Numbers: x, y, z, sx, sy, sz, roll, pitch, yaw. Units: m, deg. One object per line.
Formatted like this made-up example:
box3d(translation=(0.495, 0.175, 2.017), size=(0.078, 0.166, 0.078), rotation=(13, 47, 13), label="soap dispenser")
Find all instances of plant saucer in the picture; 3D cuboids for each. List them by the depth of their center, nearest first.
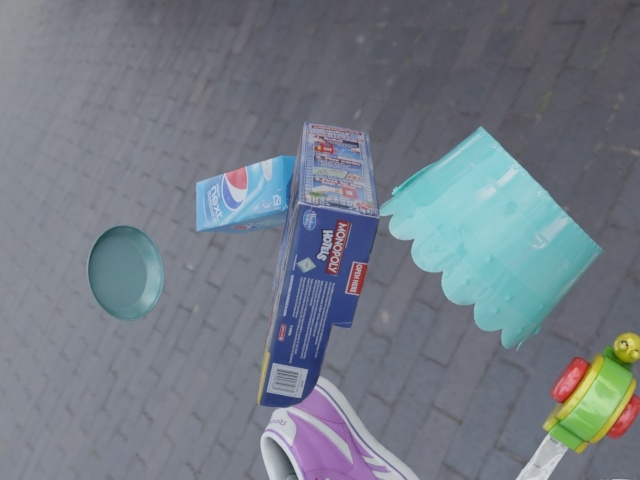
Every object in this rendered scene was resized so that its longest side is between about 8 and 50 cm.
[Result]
box3d(translation=(-0.245, 0.040, 1.300), size=(0.021, 0.119, 0.119), rotation=(-9, 56, 41), label="plant saucer")

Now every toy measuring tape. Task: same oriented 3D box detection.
box3d(translation=(0.336, 0.264, 1.421), size=(0.330, 0.121, 0.121), rotation=(-56, 26, 3), label="toy measuring tape")

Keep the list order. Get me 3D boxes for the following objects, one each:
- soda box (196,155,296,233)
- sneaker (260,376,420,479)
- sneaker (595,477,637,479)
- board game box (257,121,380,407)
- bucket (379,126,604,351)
box3d(translation=(-0.073, -0.053, 1.289), size=(0.210, 0.071, 0.067), rotation=(-12, 78, 55), label="soda box")
box3d(translation=(0.027, 0.331, 1.387), size=(0.102, 0.282, 0.161), rotation=(-38, 7, 41), label="sneaker")
box3d(translation=(0.283, 0.387, 1.257), size=(0.275, 0.107, 0.110), rotation=(-35, 37, 2), label="sneaker")
box3d(translation=(0.000, 0.000, 0.834), size=(0.194, 0.060, 0.194), rotation=(-84, 6, -54), label="board game box")
box3d(translation=(0.237, -0.009, 1.438), size=(0.183, 0.281, 0.281), rotation=(-44, 29, 10), label="bucket")
